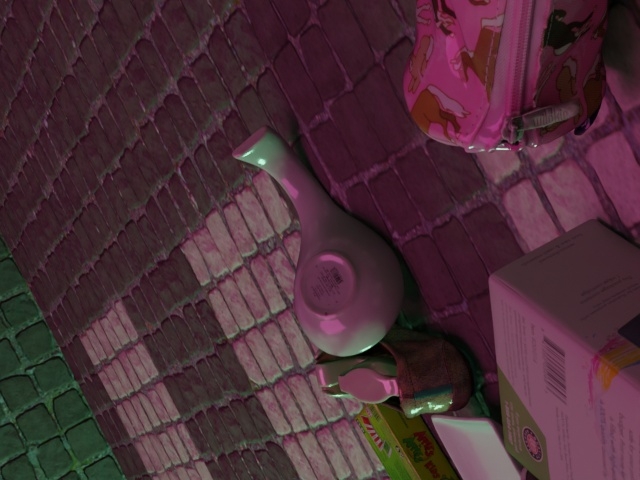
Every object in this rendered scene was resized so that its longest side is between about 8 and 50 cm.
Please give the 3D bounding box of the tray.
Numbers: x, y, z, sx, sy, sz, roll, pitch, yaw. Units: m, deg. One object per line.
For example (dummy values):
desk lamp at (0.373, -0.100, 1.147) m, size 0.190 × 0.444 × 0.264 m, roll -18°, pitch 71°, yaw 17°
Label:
tray at (0.217, 0.293, 1.628) m, size 0.270 × 0.030 × 0.145 m, roll 61°, pitch 160°, yaw -7°

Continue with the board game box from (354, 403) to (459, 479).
board game box at (0.113, 0.267, 1.846) m, size 0.181 × 0.043 × 0.092 m, roll 59°, pitch 159°, yaw 13°

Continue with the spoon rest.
spoon rest at (0.000, 0.000, 1.727) m, size 0.084 × 0.137 × 0.276 m, roll 13°, pitch -136°, yaw -59°

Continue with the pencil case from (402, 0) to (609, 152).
pencil case at (0.137, -0.232, 1.043) m, size 0.167 × 0.160 × 0.386 m, roll 40°, pitch 150°, yaw 30°

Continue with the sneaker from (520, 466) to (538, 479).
sneaker at (0.259, 0.268, 1.513) m, size 0.158 × 0.061 × 0.065 m, roll 53°, pitch 130°, yaw 25°

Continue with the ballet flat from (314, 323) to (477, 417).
ballet flat at (0.055, 0.138, 1.740) m, size 0.316 × 0.106 × 0.108 m, roll 0°, pitch 107°, yaw 67°

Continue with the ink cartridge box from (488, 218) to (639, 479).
ink cartridge box at (0.285, 0.159, 1.207) m, size 0.353 × 0.119 × 0.207 m, roll 41°, pitch 149°, yaw 47°
